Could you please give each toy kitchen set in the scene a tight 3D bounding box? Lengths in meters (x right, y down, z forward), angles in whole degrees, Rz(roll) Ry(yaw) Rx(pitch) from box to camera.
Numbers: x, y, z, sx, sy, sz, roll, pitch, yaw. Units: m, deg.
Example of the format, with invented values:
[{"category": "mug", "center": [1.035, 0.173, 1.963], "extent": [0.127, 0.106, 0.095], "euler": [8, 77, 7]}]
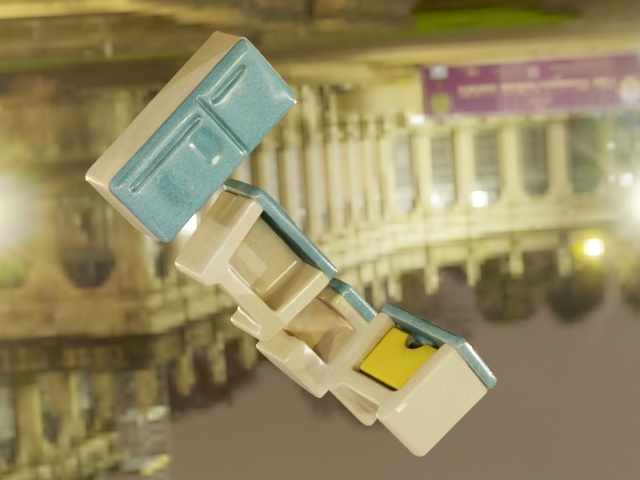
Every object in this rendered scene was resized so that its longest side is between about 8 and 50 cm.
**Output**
[{"category": "toy kitchen set", "center": [0.000, 0.000, 1.008], "extent": [0.122, 0.207, 0.166], "euler": [-50, -148, -10]}]
